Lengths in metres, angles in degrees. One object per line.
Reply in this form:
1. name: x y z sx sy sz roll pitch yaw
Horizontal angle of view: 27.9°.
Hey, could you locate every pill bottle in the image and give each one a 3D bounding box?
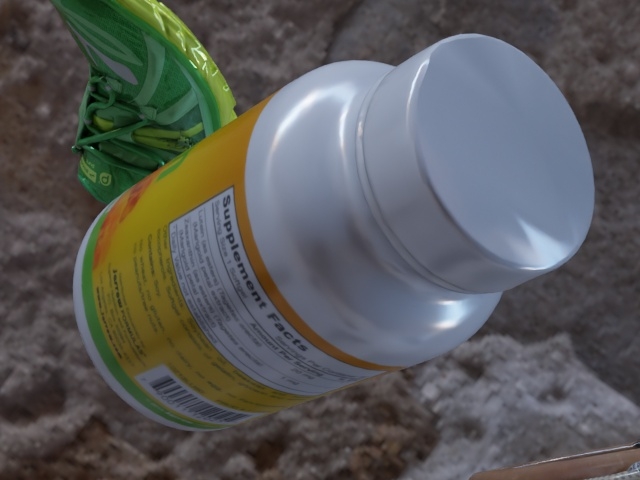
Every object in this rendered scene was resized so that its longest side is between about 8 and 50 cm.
1. pill bottle: 0.000 0.000 0.594 0.136 0.136 0.245 36 -36 -23

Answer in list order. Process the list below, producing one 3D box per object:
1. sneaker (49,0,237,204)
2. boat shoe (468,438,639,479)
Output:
1. sneaker: -0.131 -0.086 0.961 0.109 0.123 0.295 39 -17 41
2. boat shoe: 0.183 0.065 0.393 0.123 0.324 0.116 15 52 -63
